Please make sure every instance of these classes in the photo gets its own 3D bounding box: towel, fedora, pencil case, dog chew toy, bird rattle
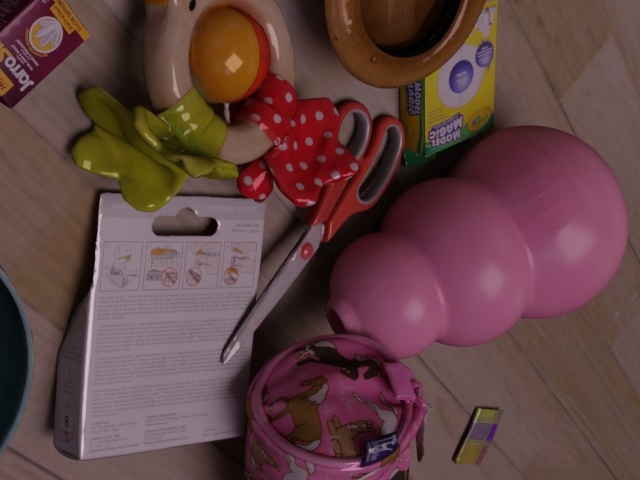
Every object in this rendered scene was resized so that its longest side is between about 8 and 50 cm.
[{"bbox_3d":[0.206,0.256,1.483,0.060,0.009,0.083,13,102,-45],"label":"towel"},{"bbox_3d":[0.065,-0.237,1.021,0.194,0.079,0.194,-17,123,-28],"label":"fedora"},{"bbox_3d":[0.012,0.274,1.160,0.160,0.167,0.386,-46,151,-39],"label":"pencil case"},{"bbox_3d":[0.153,0.013,1.172,0.331,0.206,0.207,-25,128,-22],"label":"dog chew toy"},{"bbox_3d":[-0.069,-0.122,0.939,0.253,0.143,0.207,-11,103,-43],"label":"bird rattle"}]

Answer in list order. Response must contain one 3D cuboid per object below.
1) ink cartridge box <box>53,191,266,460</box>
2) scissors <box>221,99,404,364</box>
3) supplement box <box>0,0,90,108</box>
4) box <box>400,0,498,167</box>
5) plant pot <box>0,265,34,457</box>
[{"bbox_3d":[-0.144,0.074,1.038,0.189,0.066,0.232,0,93,-43],"label":"ink cartridge box"},{"bbox_3d":[0.000,0.000,1.107,0.109,0.021,0.297,34,76,-48],"label":"scissors"},{"bbox_3d":[-0.221,-0.148,0.833,0.083,0.043,0.055,-47,137,-13],"label":"supplement box"},{"bbox_3d":[0.130,-0.164,1.158,0.105,0.043,0.179,-25,129,-31],"label":"box"},{"bbox_3d":[-0.347,0.047,0.693,0.290,0.195,0.290,-20,133,-23],"label":"plant pot"}]
